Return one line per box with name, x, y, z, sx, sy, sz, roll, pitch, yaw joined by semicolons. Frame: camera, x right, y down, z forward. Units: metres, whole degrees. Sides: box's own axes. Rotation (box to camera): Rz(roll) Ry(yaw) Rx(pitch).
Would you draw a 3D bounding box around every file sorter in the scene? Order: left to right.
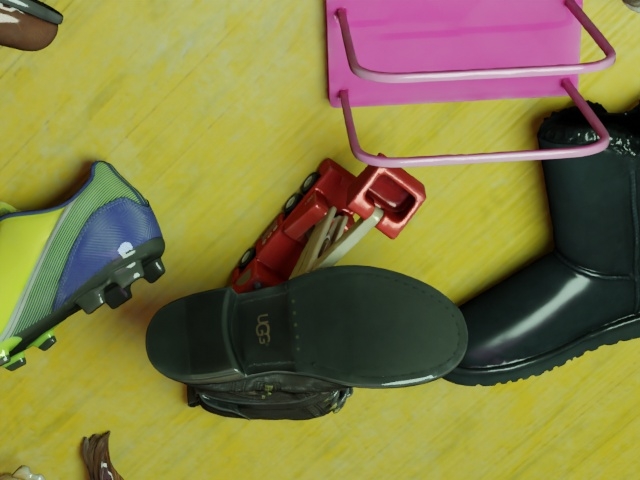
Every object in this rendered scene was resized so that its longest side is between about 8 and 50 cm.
file sorter;0.108;-0.213;0.971;0.202;0.182;0.290;-3;115;-3

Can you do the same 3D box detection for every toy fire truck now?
toy fire truck;0.000;0.000;1.088;0.047;0.135;0.192;35;108;-18

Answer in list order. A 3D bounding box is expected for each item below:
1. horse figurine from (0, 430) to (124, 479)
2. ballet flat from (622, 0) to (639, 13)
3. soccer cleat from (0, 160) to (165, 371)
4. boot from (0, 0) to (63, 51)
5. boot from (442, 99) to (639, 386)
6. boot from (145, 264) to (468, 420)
horse figurine;-0.250;0.296;1.248;0.174;0.066;0.263;40;109;-13
ballet flat;0.343;-0.338;0.970;0.139;0.139;0.400;16;112;-11
soccer cleat;-0.261;0.037;1.130;0.289;0.093;0.121;-30;83;14
boot;-0.334;-0.067;1.014;0.264;0.096;0.280;3;100;-16
boot;0.193;-0.005;1.119;0.247;0.094;0.207;-16;119;-4
boot;-0.005;0.098;1.103;0.263;0.229;0.091;-1;71;11
